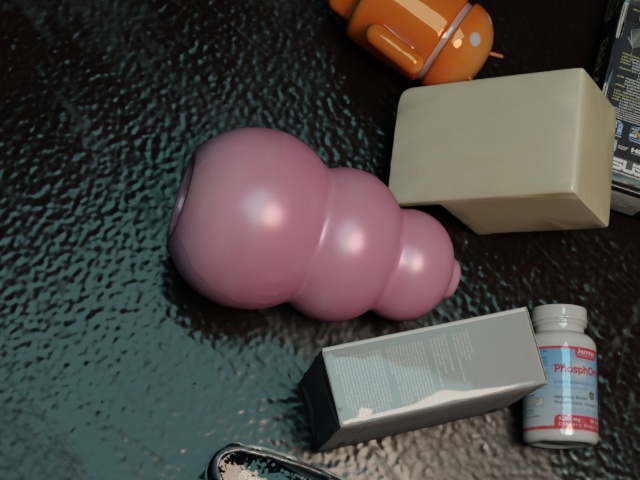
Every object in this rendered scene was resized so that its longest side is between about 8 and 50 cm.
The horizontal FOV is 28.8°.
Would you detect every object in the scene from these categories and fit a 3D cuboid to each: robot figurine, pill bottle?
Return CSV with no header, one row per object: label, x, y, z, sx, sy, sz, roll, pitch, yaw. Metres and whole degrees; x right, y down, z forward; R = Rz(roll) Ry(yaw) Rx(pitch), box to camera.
robot figurine,0.121,-0.267,1.535,0.219,0.158,0.128,35,94,3
pill bottle,0.280,0.159,1.458,0.087,0.087,0.160,4,74,-8

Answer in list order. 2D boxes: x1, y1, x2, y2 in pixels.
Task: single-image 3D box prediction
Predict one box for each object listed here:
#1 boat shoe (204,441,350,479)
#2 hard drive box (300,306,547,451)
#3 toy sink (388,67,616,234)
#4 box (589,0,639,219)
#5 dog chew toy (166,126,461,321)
boat shoe,0.013,0.306,1.365,0.301,0.102,0.108,30,72,1
hard drive box,0.108,0.157,1.383,0.232,0.181,0.089,-10,75,-12
toy sink,0.218,-0.097,1.481,0.234,0.131,0.153,-4,69,31
box,0.533,-0.150,1.583,0.394,0.097,0.318,17,74,-4
dog chew toy,0.000,0.000,1.409,0.331,0.206,0.207,18,72,-12
